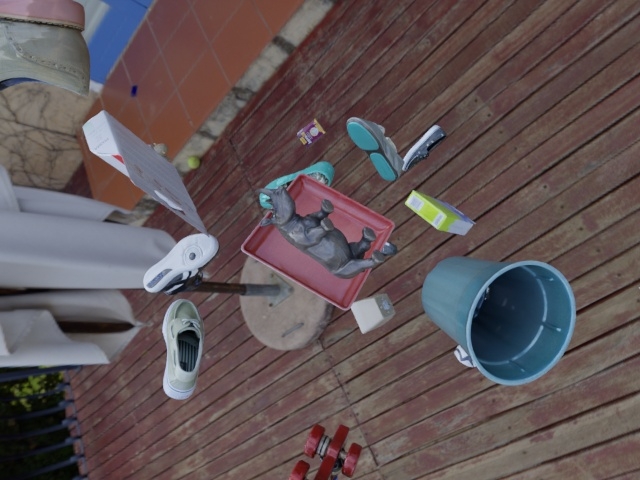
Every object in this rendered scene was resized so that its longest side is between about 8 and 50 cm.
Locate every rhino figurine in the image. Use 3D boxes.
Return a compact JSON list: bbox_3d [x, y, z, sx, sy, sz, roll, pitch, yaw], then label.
[{"bbox_3d":[-0.011,-0.015,0.724,0.106,0.243,0.073,-46,15,43],"label":"rhino figurine"}]

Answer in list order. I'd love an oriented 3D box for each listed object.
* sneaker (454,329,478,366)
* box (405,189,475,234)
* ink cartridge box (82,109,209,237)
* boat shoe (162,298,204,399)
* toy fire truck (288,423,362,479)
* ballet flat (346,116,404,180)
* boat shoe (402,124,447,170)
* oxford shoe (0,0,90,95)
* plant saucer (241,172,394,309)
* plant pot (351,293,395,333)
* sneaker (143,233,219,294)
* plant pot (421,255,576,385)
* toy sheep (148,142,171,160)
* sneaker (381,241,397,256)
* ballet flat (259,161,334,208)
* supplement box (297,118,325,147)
[{"bbox_3d":[0.593,0.373,1.435,0.153,0.234,0.094,-63,12,19],"label":"sneaker"},{"bbox_3d":[0.291,-0.063,1.005,0.109,0.178,0.042,45,114,34],"label":"box"},{"bbox_3d":[-0.296,-0.100,0.713,0.056,0.181,0.225,-38,54,5],"label":"ink cartridge box"},{"bbox_3d":[-0.334,0.248,1.055,0.094,0.109,0.302,-57,33,25],"label":"boat shoe"},{"bbox_3d":[0.010,0.753,1.320,0.169,0.302,0.254,19,130,15],"label":"toy fire truck"},{"bbox_3d":[0.128,-0.220,0.947,0.072,0.213,0.068,12,67,42],"label":"ballet flat"},{"bbox_3d":[0.266,-0.233,1.080,0.142,0.049,0.040,-49,65,13],"label":"boat shoe"},{"bbox_3d":[-0.523,-0.250,0.549,0.140,0.396,0.147,-141,46,-61],"label":"oxford shoe"},{"bbox_3d":[0.000,0.000,0.928,0.258,0.259,0.048,29,147,7],"label":"plant saucer"},{"bbox_3d":[0.183,0.233,1.393,0.096,0.109,0.109,-37,71,43],"label":"plant pot"},{"bbox_3d":[-0.302,0.057,0.994,0.216,0.121,0.079,-30,68,17],"label":"sneaker"},{"bbox_3d":[0.495,0.196,1.259,0.334,0.341,0.341,-148,72,-73],"label":"plant pot"},{"bbox_3d":[-0.472,-0.217,1.160,0.132,0.091,0.091,-48,58,8],"label":"toy sheep"},{"bbox_3d":[0.129,0.046,1.344,0.234,0.078,0.106,6,68,18],"label":"sneaker"},{"bbox_3d":[-0.074,-0.146,1.185,0.247,0.083,0.087,-24,31,16],"label":"ballet flat"},{"bbox_3d":[-0.032,-0.365,1.418,0.083,0.055,0.043,-37,21,14],"label":"supplement box"}]
